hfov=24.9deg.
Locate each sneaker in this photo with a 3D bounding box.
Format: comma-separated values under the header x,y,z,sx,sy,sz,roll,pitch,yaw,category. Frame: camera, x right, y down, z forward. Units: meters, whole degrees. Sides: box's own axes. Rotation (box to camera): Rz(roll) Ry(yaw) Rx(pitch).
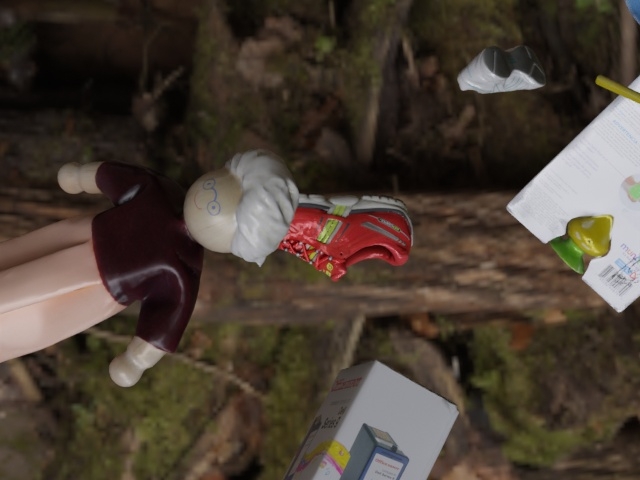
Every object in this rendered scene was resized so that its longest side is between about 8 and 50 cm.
x,y,z,sx,sy,sz,roll,pitch,yaw,category
0.000,0.000,2.053,0.279,0.118,0.107,-3,161,-12,sneaker
0.223,-0.208,1.786,0.061,0.054,0.152,-27,164,38,sneaker

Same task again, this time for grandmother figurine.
x,y,z,sx,sy,sz,roll,pitch,yaw,category
-0.174,0.019,1.213,0.342,0.208,0.104,-22,169,13,grandmother figurine

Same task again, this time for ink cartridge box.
x,y,z,sx,sy,sz,roll,pitch,yaw,category
0.022,0.220,1.282,0.093,0.212,0.154,32,168,-6,ink cartridge box

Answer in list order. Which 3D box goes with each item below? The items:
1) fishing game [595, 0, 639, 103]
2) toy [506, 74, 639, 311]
x,y,z,sx,sy,sz,roll,pitch,yaw,category
0.297,-0.198,0.982,0.189,0.264,0.041,33,-177,18,fishing game
0.284,-0.069,1.199,0.137,0.056,0.237,42,105,-8,toy
